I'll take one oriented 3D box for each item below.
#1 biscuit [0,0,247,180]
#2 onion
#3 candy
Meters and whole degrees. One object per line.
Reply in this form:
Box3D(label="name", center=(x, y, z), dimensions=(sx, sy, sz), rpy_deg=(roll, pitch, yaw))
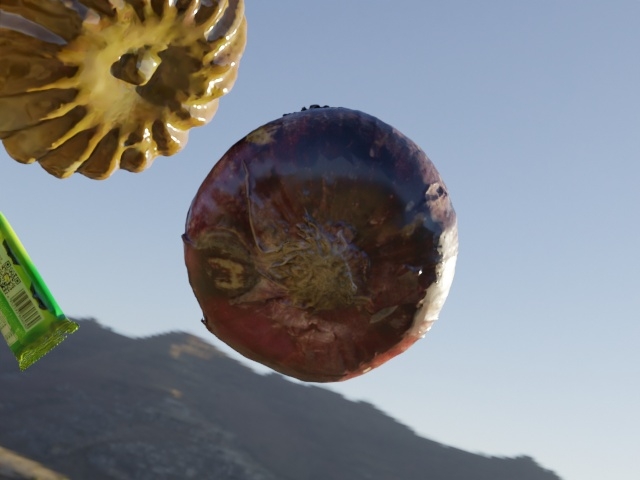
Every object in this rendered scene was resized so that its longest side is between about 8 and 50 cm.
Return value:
Box3D(label="biscuit", center=(-0.211, -0.199, 1.101), dimensions=(0.107, 0.325, 0.326), rpy_deg=(43, 6, 39))
Box3D(label="onion", center=(0.000, 0.000, 0.926), dimensions=(0.246, 0.246, 0.190), rpy_deg=(22, 15, -15))
Box3D(label="candy", center=(-0.370, 0.057, 1.244), dimensions=(0.102, 0.178, 0.032), rpy_deg=(-37, -8, 28))
